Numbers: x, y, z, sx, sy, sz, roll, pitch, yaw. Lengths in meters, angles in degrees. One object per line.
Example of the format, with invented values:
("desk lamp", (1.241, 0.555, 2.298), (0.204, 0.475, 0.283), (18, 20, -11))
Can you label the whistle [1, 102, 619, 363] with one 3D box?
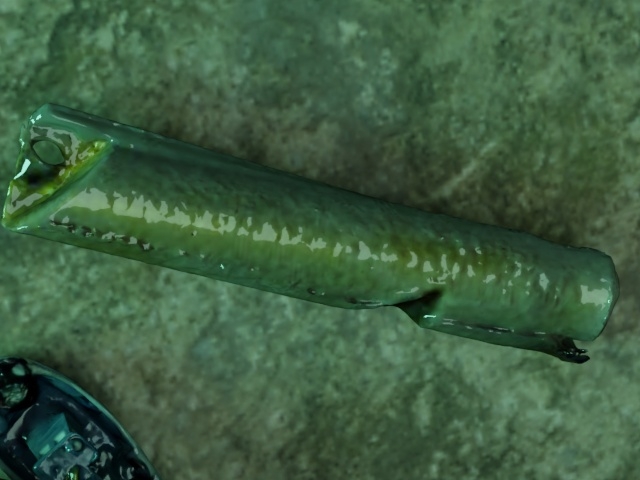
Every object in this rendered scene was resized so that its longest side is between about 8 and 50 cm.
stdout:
("whistle", (0.000, 0.000, 1.008), (0.326, 0.057, 0.068), (15, 95, -16))

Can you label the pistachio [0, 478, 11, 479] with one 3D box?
("pistachio", (-0.165, 0.223, 0.982), (0.138, 0.153, 0.238), (-44, 118, -44))

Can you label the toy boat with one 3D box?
("toy boat", (-0.131, 0.107, 0.998), (0.060, 0.061, 0.137), (-41, 108, -2))
